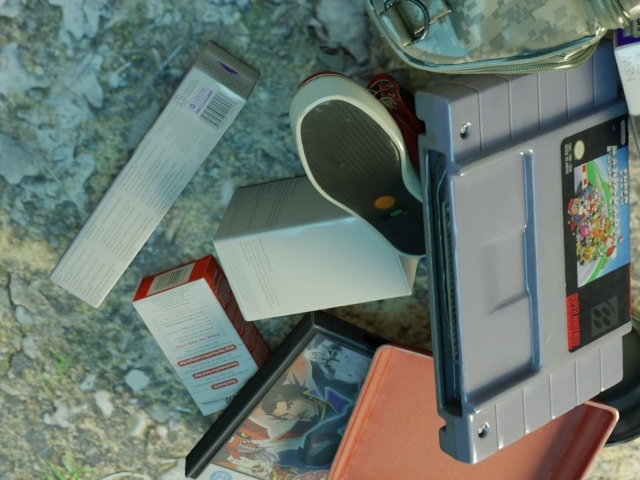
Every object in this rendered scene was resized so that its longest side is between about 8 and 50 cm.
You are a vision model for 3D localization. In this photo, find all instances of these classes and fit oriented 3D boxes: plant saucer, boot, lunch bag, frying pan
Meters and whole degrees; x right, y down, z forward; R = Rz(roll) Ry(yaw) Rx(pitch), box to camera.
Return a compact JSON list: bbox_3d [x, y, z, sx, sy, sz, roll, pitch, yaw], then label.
[{"bbox_3d":[0.151,0.223,1.485,0.258,0.047,0.259,16,127,-4],"label":"plant saucer"},{"bbox_3d":[0.038,-0.112,1.259,0.088,0.176,0.244,-23,142,18],"label":"boot"},{"bbox_3d":[0.162,-0.265,1.081,0.256,0.305,0.212,-23,113,20],"label":"lunch bag"},{"bbox_3d":[0.298,0.191,1.496,0.197,0.053,0.326,-10,122,19],"label":"frying pan"}]

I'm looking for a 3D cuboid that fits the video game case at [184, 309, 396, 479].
[{"bbox_3d":[0.023,0.216,1.544,0.248,0.035,0.275,25,124,-21],"label":"video game case"}]

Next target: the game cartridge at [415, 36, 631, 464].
[{"bbox_3d":[0.196,0.007,1.277,0.068,0.230,0.355,24,127,51],"label":"game cartridge"}]

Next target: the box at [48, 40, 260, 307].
[{"bbox_3d":[-0.174,-0.062,1.422,0.067,0.063,0.324,33,123,-9],"label":"box"}]

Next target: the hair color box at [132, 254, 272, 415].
[{"bbox_3d":[-0.124,0.106,1.528,0.093,0.053,0.167,-19,116,20],"label":"hair color box"}]

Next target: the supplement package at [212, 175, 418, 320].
[{"bbox_3d":[0.000,0.000,1.401,0.179,0.105,0.105,-10,120,19],"label":"supplement package"}]

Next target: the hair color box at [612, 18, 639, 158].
[{"bbox_3d":[0.442,-0.146,1.213,0.339,0.110,0.185,-10,121,20],"label":"hair color box"}]
